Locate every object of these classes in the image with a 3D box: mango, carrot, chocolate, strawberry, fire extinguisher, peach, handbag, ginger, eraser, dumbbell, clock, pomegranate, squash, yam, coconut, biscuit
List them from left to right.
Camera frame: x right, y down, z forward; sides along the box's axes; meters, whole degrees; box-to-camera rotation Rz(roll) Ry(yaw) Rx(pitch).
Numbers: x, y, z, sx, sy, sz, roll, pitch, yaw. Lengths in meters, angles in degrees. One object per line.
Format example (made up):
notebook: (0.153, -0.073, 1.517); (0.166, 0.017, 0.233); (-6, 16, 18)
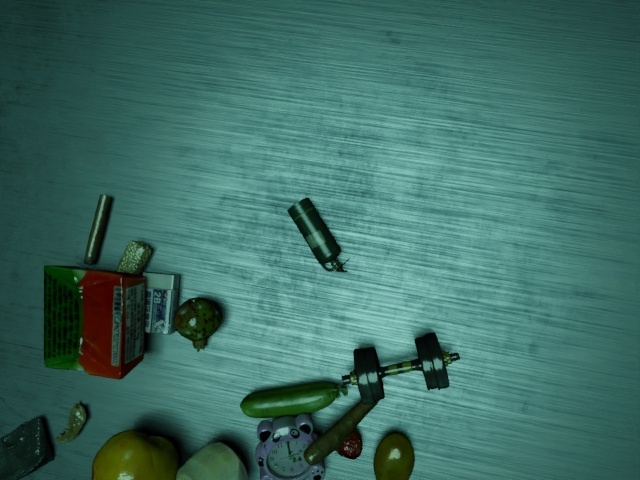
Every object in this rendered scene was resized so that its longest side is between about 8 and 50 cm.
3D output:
handbag: (-1.108, 0.780, 1.932); (0.270, 0.088, 0.175); (-30, 78, 6)
ginger: (-0.905, 0.678, 1.916); (0.069, 0.051, 0.173); (32, 92, 10)
chocolate: (-0.773, 0.268, 1.806); (0.341, 0.161, 0.361); (5, 97, 19)
yam: (-0.810, -0.037, 1.908); (0.046, 0.046, 0.264); (14, 92, 7)
biscuit: (-0.672, 0.081, 1.879); (0.082, 0.070, 0.169); (29, 95, 17)
peach: (-0.621, 0.808, 1.752); (0.288, 0.289, 0.308); (16, 74, 7)
eraser: (-0.573, 0.221, 1.867); (0.124, 0.068, 0.210); (5, 90, 11)
pomegranate: (-0.423, 0.289, 1.813); (0.159, 0.159, 0.205); (8, 119, 7)
coconut: (-0.358, 0.802, 1.771); (0.227, 0.230, 0.227); (8, 104, 33)
clock: (-0.105, 0.707, 1.760); (0.227, 0.090, 0.248); (-9, 108, -4)
squash: (-0.091, 0.545, 1.791); (0.378, 0.101, 0.102); (-12, 88, 5)
fire extinguisher: (0.000, 0.000, 1.787); (0.118, 0.093, 0.294); (-34, 86, 32)
carrot: (0.085, 0.613, 1.736); (0.342, 0.070, 0.070); (-36, 85, -22)
strawberry: (0.098, 0.681, 1.768); (0.106, 0.106, 0.106); (0, 90, 7)
mango: (0.244, 0.754, 1.753); (0.136, 0.099, 0.228); (3, 99, 0)
dumbbell: (0.258, 0.415, 1.707); (0.388, 0.185, 0.185); (-13, 88, 6)
